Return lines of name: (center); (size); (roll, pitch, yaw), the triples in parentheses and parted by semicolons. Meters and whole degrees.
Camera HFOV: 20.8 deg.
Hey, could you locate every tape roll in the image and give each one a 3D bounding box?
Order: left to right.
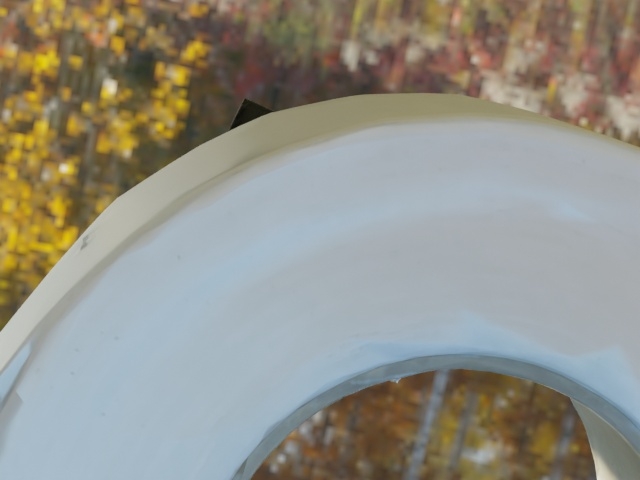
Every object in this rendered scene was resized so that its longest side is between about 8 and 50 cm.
tape roll: (0.030, 0.097, 0.537); (0.286, 0.286, 0.100); (11, -172, -9)

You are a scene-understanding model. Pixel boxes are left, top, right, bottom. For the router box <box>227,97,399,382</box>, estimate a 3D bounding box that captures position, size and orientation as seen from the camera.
router box: (0.000, 0.000, 1.192); (0.179, 0.133, 0.046); (24, 166, 0)
